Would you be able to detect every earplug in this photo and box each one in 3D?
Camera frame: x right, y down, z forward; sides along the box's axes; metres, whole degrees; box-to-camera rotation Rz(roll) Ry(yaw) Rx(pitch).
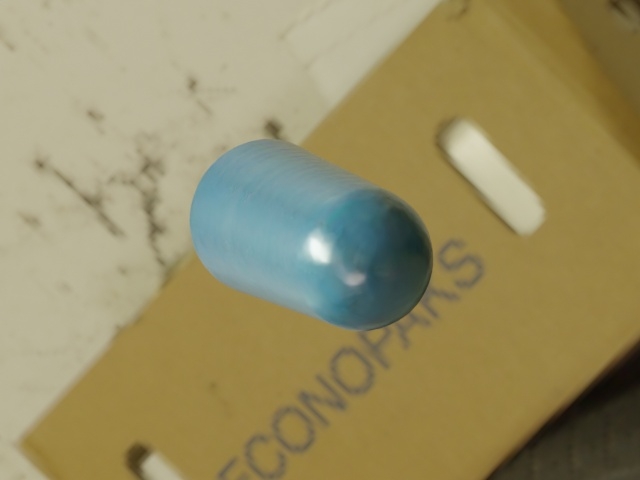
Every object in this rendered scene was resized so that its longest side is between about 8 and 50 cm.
[{"bbox_3d":[0.000,0.000,1.365,0.132,0.132,0.273,-47,21,-8],"label":"earplug"}]
